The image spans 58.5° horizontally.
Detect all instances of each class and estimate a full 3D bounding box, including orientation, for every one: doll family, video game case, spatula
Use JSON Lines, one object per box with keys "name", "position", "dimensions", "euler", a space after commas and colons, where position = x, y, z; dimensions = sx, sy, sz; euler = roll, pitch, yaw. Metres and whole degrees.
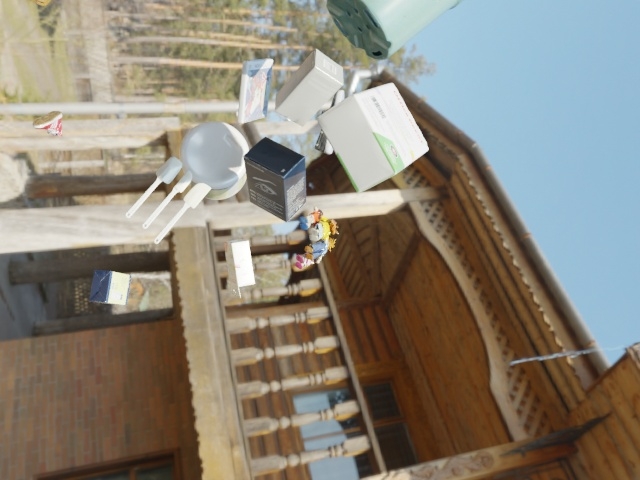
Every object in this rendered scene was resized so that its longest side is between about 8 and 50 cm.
{"name": "doll family", "position": [0.000, 0.000, 2.200], "dimensions": [0.118, 0.163, 0.263], "euler": [20, -63, 24]}
{"name": "video game case", "position": [-0.220, -0.509, 1.940], "dimensions": [0.183, 0.023, 0.201], "euler": [-40, 143, -60]}
{"name": "spatula", "position": [-0.479, -0.125, 1.774], "dimensions": [0.168, 0.242, 0.019], "euler": [41, -3, 0]}

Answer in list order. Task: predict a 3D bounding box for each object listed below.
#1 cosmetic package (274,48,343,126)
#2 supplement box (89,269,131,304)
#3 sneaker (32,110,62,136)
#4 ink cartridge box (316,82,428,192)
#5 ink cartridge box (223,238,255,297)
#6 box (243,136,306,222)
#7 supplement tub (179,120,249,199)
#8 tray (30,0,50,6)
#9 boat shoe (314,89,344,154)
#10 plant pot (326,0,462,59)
{"name": "cosmetic package", "position": [-0.042, -0.515, 1.956], "dimensions": [0.238, 0.127, 0.107], "euler": [-35, -138, 39]}
{"name": "supplement box", "position": [-0.553, 0.125, 1.510], "dimensions": [0.083, 0.056, 0.083], "euler": [30, 64, -67]}
{"name": "sneaker", "position": [-0.746, -0.308, 1.571], "dimensions": [0.118, 0.042, 0.067], "euler": [-73, 174, -61]}
{"name": "ink cartridge box", "position": [0.137, -0.258, 1.396], "dimensions": [0.117, 0.278, 0.201], "euler": [-26, -84, 32]}
{"name": "ink cartridge box", "position": [-0.290, 0.099, 2.061], "dimensions": [0.115, 0.067, 0.198], "euler": [-173, -106, -66]}
{"name": "box", "position": [-0.133, -0.181, 1.718], "dimensions": [0.153, 0.108, 0.207], "euler": [30, -32, 19]}
{"name": "supplement tub", "position": [-0.378, -0.275, 2.064], "dimensions": [0.325, 0.235, 0.236], "euler": [148, -65, -79]}
{"name": "tray", "position": [-0.778, -0.880, 1.693], "dimensions": [0.076, 0.411, 0.203], "euler": [57, 19, 6]}
{"name": "boat shoe", "position": [0.028, -0.423, 2.027], "dimensions": [0.080, 0.076, 0.229], "euler": [-29, 133, -77]}
{"name": "plant pot", "position": [0.208, -0.687, 1.525], "dimensions": [0.341, 0.334, 0.341], "euler": [44, -5, 5]}
